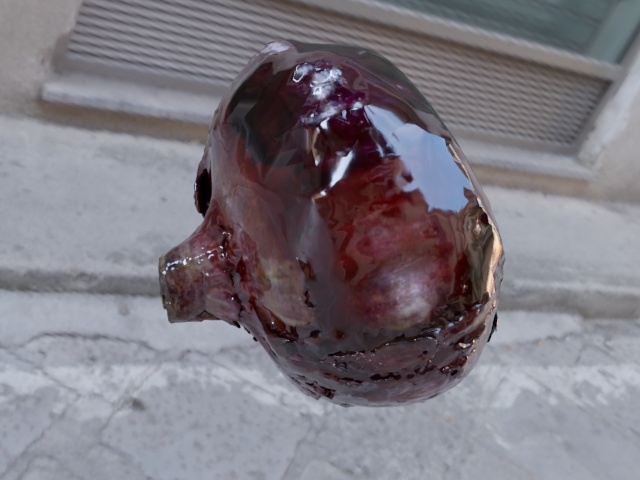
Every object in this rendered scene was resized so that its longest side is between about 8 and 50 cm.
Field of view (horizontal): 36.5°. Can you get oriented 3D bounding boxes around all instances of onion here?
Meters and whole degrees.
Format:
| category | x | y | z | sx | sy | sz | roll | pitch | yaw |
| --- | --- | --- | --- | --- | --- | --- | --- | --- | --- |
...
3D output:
| category | x | y | z | sx | sy | sz | roll | pitch | yaw |
| --- | --- | --- | --- | --- | --- | --- | --- | --- | --- |
| onion | 0.000 | 0.000 | 0.633 | 0.219 | 0.252 | 0.252 | -20 | 46 | -19 |
